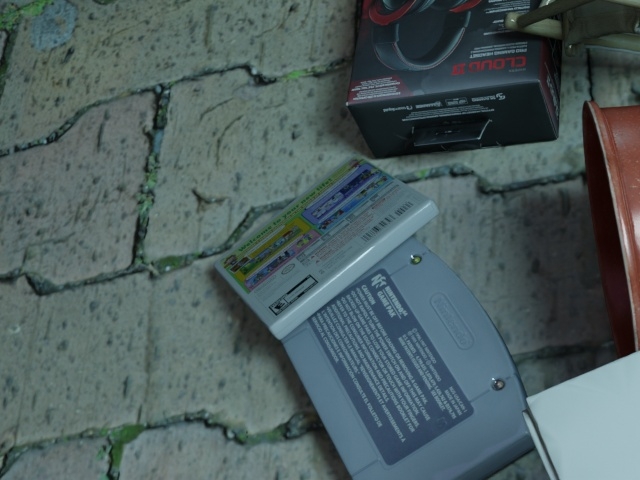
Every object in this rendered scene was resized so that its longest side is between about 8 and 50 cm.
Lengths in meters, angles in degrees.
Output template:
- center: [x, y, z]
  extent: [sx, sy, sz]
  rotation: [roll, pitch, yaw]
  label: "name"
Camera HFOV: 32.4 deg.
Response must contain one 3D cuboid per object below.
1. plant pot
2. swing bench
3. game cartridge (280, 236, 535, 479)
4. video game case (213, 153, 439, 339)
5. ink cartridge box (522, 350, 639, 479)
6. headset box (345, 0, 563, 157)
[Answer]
- center: [0.376, -0.006, 0.929]
  extent: [0.265, 0.272, 0.272]
  rotation: [-9, 55, 10]
  label: "plant pot"
- center: [0.347, -0.225, 1.030]
  extent: [0.255, 0.253, 0.165]
  rotation: [27, 92, -8]
  label: "swing bench"
- center: [0.082, 0.124, 1.100]
  extent: [0.196, 0.060, 0.294]
  rotation: [-35, 51, 5]
  label: "game cartridge"
- center: [0.000, 0.000, 1.190]
  extent: [0.212, 0.023, 0.193]
  rotation: [-39, 29, -7]
  label: "video game case"
- center: [0.378, 0.157, 0.787]
  extent: [0.395, 0.285, 0.166]
  rotation: [-25, 52, 10]
  label: "ink cartridge box"
- center: [0.159, -0.225, 1.256]
  extent: [0.218, 0.110, 0.293]
  rotation: [-4, 57, 23]
  label: "headset box"
